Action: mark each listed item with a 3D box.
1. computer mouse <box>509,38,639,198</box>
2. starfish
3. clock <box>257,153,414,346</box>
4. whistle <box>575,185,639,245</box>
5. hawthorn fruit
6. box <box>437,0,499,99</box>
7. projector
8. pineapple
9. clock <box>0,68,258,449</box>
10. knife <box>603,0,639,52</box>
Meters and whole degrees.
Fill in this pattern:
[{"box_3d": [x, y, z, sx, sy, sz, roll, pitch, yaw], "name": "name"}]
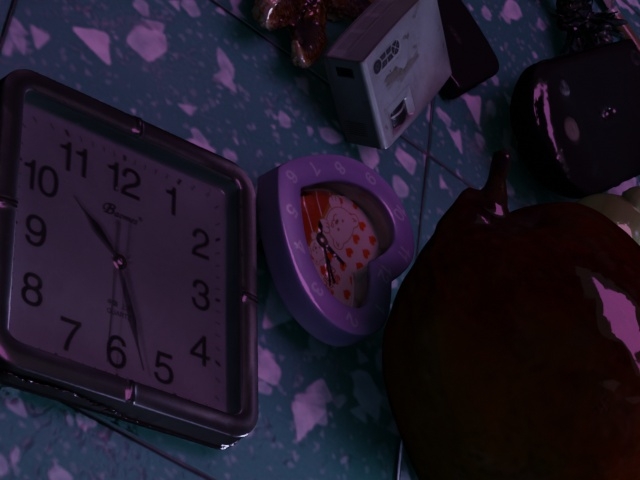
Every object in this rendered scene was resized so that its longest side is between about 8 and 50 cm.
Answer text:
[{"box_3d": [0.300, -0.135, 1.925, 0.269, 0.100, 0.170, -20, 93, -49], "name": "computer mouse"}, {"box_3d": [-0.014, -0.266, 1.707, 0.216, 0.071, 0.238, 40, 44, -29], "name": "starfish"}, {"box_3d": [0.000, 0.000, 1.551, 0.172, 0.064, 0.198, 44, 41, -18], "name": "clock"}, {"box_3d": [0.279, 0.045, 1.774, 0.106, 0.131, 0.288, 39, 49, -5], "name": "whistle"}, {"box_3d": [0.204, 0.119, 1.508, 0.325, 0.308, 0.308, 41, 41, -41], "name": "hawthorn fruit"}, {"box_3d": [0.146, -0.229, 1.885, 0.126, 0.027, 0.125, 58, 36, 0], "name": "box"}, {"box_3d": [0.069, -0.181, 1.694, 0.147, 0.061, 0.115, -49, 136, -36], "name": "projector"}, {"box_3d": [0.306, -0.330, 2.063, 0.083, 0.103, 0.221, -19, 81, -16], "name": "pineapple"}, {"box_3d": [-0.167, 0.020, 1.371, 0.273, 0.049, 0.278, 24, 51, -37], "name": "clock"}, {"box_3d": [0.383, -0.321, 2.200, 0.298, 0.017, 0.047, 55, 31, -6], "name": "knife"}]
